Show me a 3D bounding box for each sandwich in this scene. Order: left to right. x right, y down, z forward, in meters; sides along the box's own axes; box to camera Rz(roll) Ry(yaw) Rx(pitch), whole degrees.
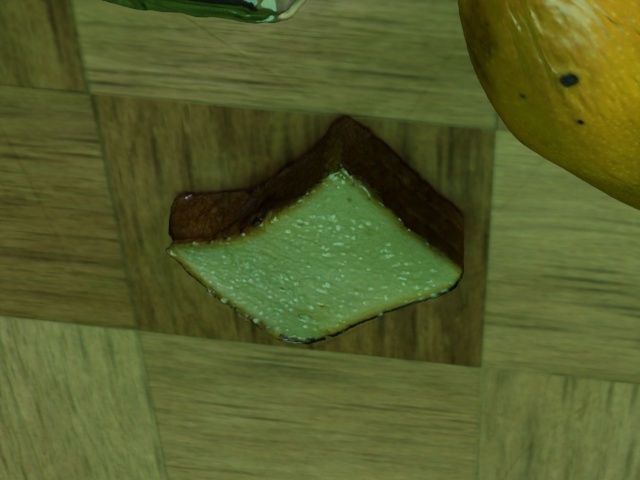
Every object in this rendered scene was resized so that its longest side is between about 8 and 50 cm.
[{"bbox_3d":[0.000,0.000,1.500,0.214,0.065,0.186,-26,129,38],"label":"sandwich"}]

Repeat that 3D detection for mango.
[{"bbox_3d":[0.215,-0.119,1.230,0.187,0.144,0.359,-22,138,19],"label":"mango"}]

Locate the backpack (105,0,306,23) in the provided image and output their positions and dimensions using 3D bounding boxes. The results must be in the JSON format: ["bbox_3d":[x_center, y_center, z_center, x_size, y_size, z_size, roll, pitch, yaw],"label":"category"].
[{"bbox_3d":[-0.099,-0.232,1.126,0.253,0.207,0.140,11,121,15],"label":"backpack"}]
